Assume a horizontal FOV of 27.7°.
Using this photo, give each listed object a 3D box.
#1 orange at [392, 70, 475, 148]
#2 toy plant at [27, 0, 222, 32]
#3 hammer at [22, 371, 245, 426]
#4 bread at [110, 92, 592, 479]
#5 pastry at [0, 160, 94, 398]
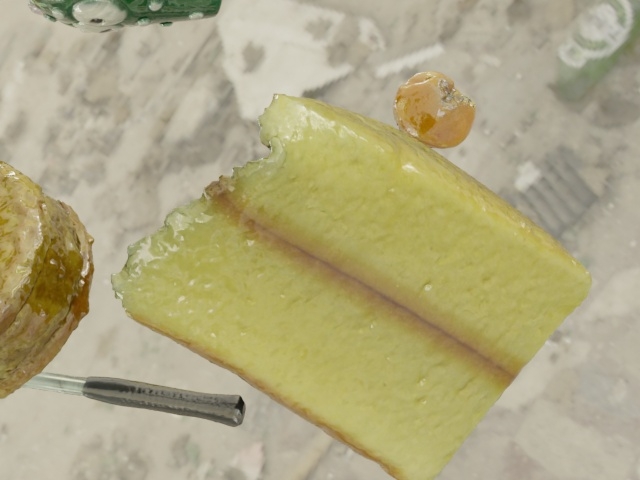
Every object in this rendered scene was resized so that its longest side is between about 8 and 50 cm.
[{"bbox_3d":[0.115,-0.129,1.291,0.062,0.086,0.086,-31,42,60],"label":"orange"},{"bbox_3d":[-0.230,-0.284,1.413,0.243,0.232,0.112,-3,81,11],"label":"toy plant"},{"bbox_3d":[-0.186,0.124,1.120,0.029,0.246,0.103,-55,-29,-80],"label":"hammer"},{"bbox_3d":[0.000,0.000,1.025,0.233,0.362,0.245,-51,35,7],"label":"bread"},{"bbox_3d":[-0.266,0.029,0.972,0.189,0.103,0.189,-13,57,21],"label":"pastry"}]
